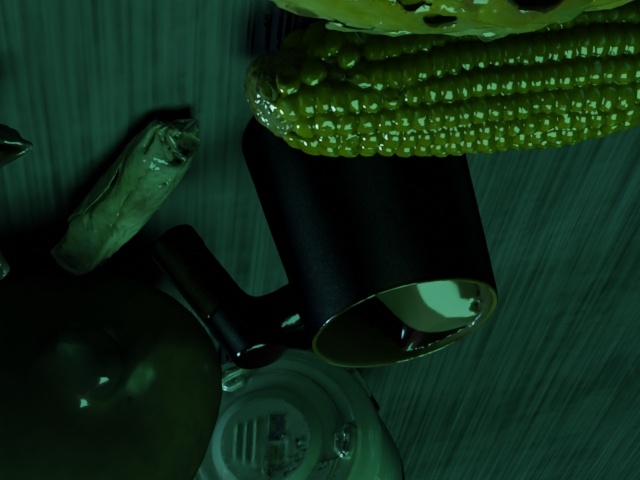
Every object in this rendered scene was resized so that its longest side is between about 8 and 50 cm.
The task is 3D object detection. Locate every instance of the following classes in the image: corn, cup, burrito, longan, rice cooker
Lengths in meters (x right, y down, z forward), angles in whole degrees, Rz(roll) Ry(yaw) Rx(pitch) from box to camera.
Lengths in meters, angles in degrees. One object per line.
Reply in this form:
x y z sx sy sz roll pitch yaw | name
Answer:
0.109 -0.115 1.111 0.322 0.119 0.119 -9 153 -7 | corn
0.012 0.003 1.218 0.239 0.177 0.166 -29 152 25 | cup
-0.147 -0.034 1.211 0.058 0.045 0.188 -24 166 -50 | burrito
-0.219 0.141 1.289 0.300 0.243 0.300 -39 170 -9 | longan
-0.024 0.231 1.606 0.226 0.226 0.244 -17 150 3 | rice cooker

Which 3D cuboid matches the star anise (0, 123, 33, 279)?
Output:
-0.290 -0.027 1.041 0.212 0.073 0.197 -9 111 -13 | star anise

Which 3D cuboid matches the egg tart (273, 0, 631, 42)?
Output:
0.052 -0.198 0.637 0.297 0.132 0.297 -4 143 -3 | egg tart
